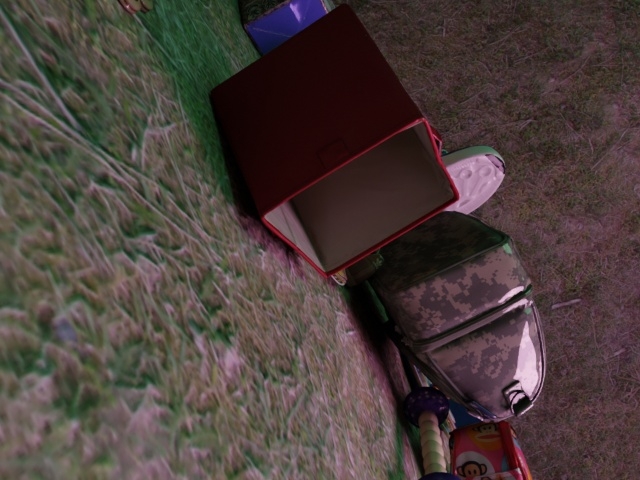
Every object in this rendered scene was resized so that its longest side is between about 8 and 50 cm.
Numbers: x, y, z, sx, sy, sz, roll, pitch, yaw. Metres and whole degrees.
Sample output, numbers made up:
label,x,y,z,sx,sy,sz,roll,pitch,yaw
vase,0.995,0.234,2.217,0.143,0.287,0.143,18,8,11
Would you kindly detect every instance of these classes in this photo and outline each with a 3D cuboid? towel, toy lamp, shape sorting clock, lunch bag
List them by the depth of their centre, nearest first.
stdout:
label,x,y,z,sx,sy,sz,roll,pitch,yaw
toy lamp,0.152,0.293,0.836,0.080,0.080,0.275,63,13,-13
towel,0.014,0.015,0.864,0.060,0.009,0.083,44,25,-58
lunch bag,0.274,0.428,0.965,0.258,0.120,0.293,52,26,-71
lunch bag,0.213,0.118,1.002,0.256,0.212,0.305,62,-2,-12
shape sorting clock,0.211,0.282,1.195,0.206,0.040,0.206,61,13,-24

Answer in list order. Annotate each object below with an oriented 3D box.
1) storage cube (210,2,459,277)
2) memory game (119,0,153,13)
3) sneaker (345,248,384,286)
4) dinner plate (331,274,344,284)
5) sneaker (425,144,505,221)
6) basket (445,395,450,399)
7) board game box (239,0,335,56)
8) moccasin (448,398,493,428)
label,x,y,z,sx,sy,sz,roll,pitch,yaw
storage cube,0.015,-0.107,0.723,0.183,0.215,0.193,45,17,-57
memory game,-0.209,-0.294,0.576,0.186,0.012,0.186,60,13,-24
sneaker,0.066,0.009,1.024,0.066,0.071,0.188,59,14,-27
dinner plate,0.000,0.000,0.891,0.141,0.017,0.141,59,13,-24
sneaker,0.181,-0.130,1.201,0.130,0.322,0.236,37,33,-30
basket,0.284,0.224,1.496,0.213,0.223,0.299,33,-11,39
board game box,-0.045,-0.427,1.215,0.232,0.141,0.291,54,17,-45
moccasin,0.347,0.449,1.233,0.342,0.137,0.117,-96,163,-53
